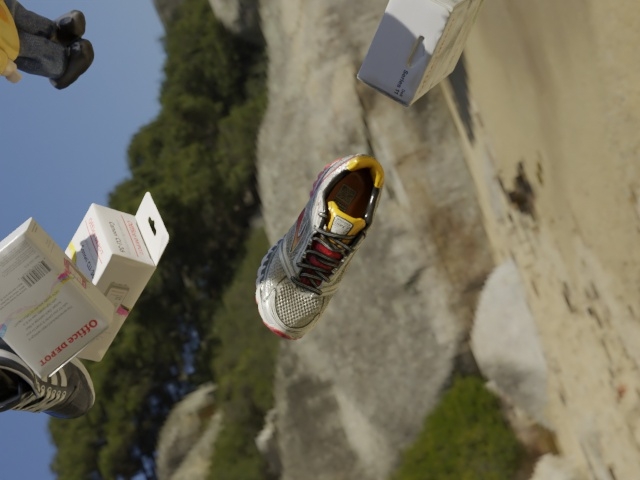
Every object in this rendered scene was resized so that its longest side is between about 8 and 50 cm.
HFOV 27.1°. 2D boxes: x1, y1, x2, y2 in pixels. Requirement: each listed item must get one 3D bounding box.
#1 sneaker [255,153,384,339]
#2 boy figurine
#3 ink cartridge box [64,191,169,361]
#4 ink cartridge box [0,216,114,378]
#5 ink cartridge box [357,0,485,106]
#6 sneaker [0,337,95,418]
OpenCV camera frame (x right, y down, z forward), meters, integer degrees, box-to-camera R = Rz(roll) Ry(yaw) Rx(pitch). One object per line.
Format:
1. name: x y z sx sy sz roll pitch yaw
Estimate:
1. sneaker: 0.000 0.000 1.429 0.088 0.225 0.093 26 165 -10
2. boy figurine: -0.420 -0.281 1.645 0.285 0.092 0.177 19 -133 -50
3. ink cartridge box: -0.270 0.037 1.650 0.067 0.198 0.115 18 -155 -35
4. ink cartridge box: -0.266 0.055 1.250 0.122 0.088 0.052 50 -174 -15
5. ink cartridge box: 0.144 -0.287 1.808 0.087 0.153 0.208 29 -152 10
6. sneaker: -0.376 0.191 1.706 0.282 0.099 0.153 52 -173 -45
